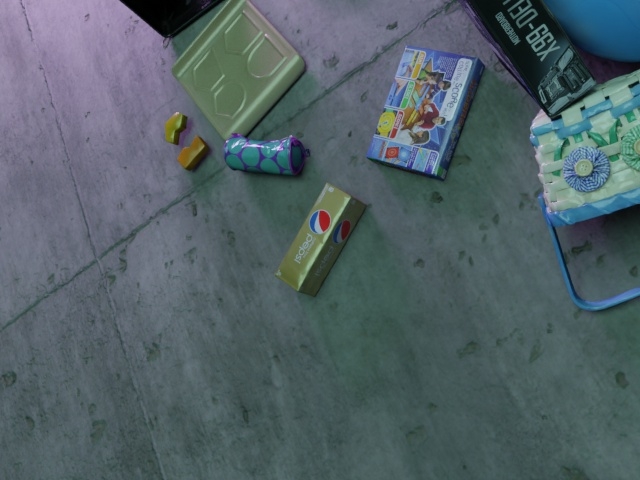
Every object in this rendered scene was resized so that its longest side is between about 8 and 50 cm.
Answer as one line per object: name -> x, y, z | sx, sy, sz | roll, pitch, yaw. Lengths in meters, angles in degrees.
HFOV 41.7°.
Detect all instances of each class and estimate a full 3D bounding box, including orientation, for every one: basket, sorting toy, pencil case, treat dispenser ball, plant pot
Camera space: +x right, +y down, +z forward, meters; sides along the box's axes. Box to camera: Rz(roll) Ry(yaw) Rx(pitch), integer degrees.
basket -> 0.409, -0.066, 1.112 | 0.254, 0.201, 0.289 | -23, 101, 24
sorting toy -> -0.188, -0.291, 1.607 | 0.307, 0.041, 0.229 | -46, 64, 13
pencil case -> -0.100, -0.154, 1.499 | 0.151, 0.064, 0.070 | 6, 97, 31
treat dispenser ball -> 0.426, -0.382, 1.113 | 0.288, 0.288, 0.288 | -8, 74, 29
plant pot -> -0.309, -0.555, 1.667 | 0.188, 0.187, 0.167 | -31, 51, 21

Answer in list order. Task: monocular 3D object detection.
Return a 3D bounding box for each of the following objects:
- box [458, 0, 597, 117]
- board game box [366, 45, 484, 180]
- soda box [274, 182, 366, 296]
box -> 0.217, -0.333, 1.095 | 0.076, 0.307, 0.242 | -36, 26, 14
board game box -> 0.170, -0.210, 1.371 | 0.136, 0.035, 0.201 | 19, 88, 33
soda box -> 0.000, 0.000, 1.402 | 0.058, 0.061, 0.181 | 32, 95, 32
